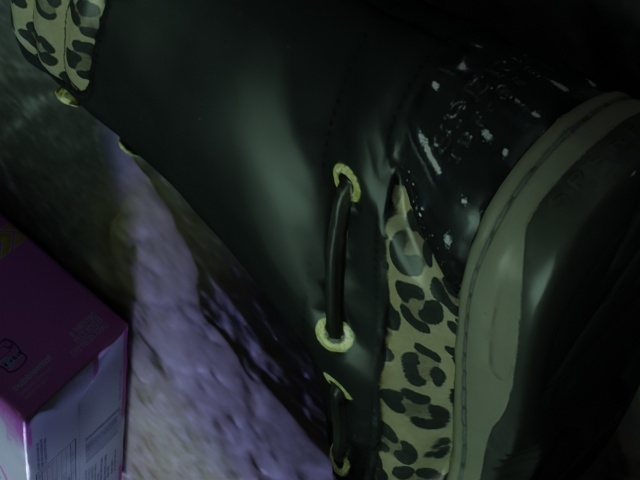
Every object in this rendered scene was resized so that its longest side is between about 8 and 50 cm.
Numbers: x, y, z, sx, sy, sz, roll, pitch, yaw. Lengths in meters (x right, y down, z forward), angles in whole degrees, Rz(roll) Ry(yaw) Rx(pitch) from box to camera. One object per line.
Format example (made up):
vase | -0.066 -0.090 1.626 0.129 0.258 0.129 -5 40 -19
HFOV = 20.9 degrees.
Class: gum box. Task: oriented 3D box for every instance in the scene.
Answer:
gum box | -0.148 0.067 0.790 0.107 0.062 0.188 39 152 15

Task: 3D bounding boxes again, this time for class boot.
boot | 0.001 -0.002 0.479 0.178 0.085 0.236 40 153 19
